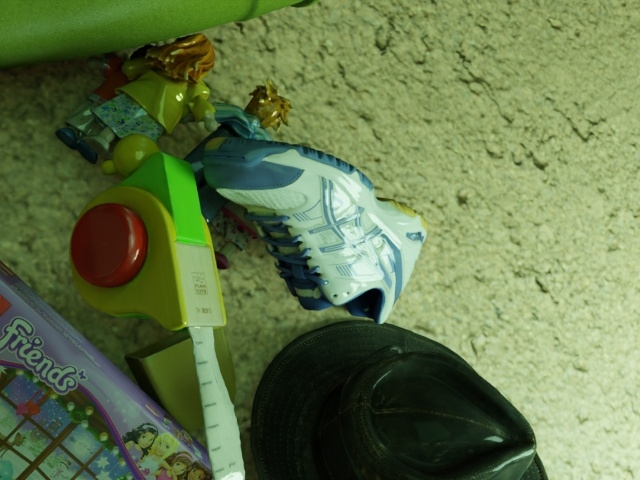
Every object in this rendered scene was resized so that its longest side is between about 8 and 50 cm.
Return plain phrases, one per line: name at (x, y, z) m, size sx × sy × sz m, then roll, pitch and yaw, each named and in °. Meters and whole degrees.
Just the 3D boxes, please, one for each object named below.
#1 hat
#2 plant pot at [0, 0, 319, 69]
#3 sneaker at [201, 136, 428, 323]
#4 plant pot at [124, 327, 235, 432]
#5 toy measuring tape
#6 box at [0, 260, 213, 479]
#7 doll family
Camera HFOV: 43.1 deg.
hat at (0.107, 0.187, 0.765) m, size 0.331 × 0.134 × 0.331 m, roll 15°, pitch 49°, yaw -18°
plant pot at (-0.228, -0.309, 0.687) m, size 0.353 × 0.366 × 0.366 m, roll -28°, pitch 90°, yaw -14°
sneaker at (0.000, 0.000, 0.769) m, size 0.296 × 0.112 × 0.131 m, roll 25°, pitch 79°, yaw -45°
plant pot at (-0.124, 0.131, 0.757) m, size 0.081 × 0.081 × 0.083 m, roll -22°, pitch 95°, yaw -25°
toy measuring tape at (-0.142, 0.069, 0.678) m, size 0.121 × 0.121 × 0.330 m, roll -7°, pitch 76°, yaw -23°
box at (-0.241, 0.182, 0.672) m, size 0.293 × 0.057 × 0.201 m, roll 44°, pitch 86°, yaw -8°
doll family at (-0.114, -0.104, 0.788) m, size 0.263 × 0.118 × 0.163 m, roll 41°, pitch 69°, yaw -11°
